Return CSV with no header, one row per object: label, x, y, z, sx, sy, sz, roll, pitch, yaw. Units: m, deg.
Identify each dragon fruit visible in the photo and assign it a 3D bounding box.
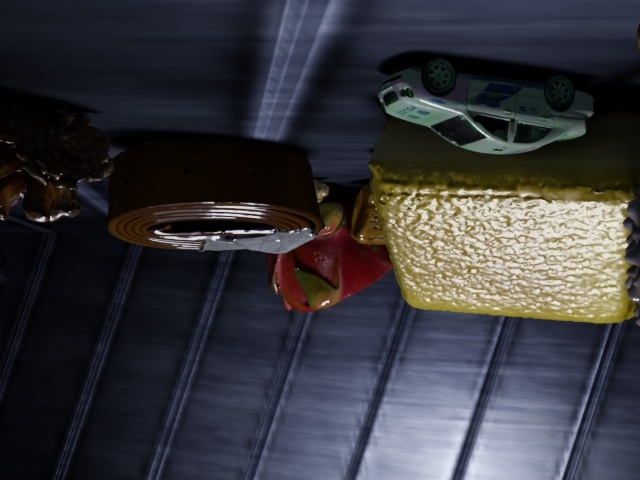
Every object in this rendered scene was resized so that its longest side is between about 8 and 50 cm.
dragon fruit,0.000,0.000,1.723,0.305,0.226,0.305,-28,-169,6

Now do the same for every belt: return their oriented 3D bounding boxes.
belt,-0.163,-0.062,1.263,0.338,0.122,0.217,0,159,-15

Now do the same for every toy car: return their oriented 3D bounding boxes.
toy car,0.169,-0.132,0.818,0.224,0.076,0.090,3,177,-19

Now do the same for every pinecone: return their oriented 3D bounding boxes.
pinecone,-0.376,-0.099,1.023,0.195,0.150,0.179,3,-177,34

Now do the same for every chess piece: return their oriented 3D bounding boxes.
chess piece,-0.057,-0.097,1.600,0.172,0.060,0.060,-4,173,35

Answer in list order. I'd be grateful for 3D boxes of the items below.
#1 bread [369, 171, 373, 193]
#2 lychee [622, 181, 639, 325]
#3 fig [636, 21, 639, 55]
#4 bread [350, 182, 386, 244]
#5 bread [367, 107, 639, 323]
bread,0.226,-0.066,1.255,0.286,0.056,0.207,3,143,19
lychee,0.484,0.020,0.741,0.380,0.380,0.432,-2,159,45
fig,0.269,-0.135,0.569,0.084,0.098,0.082,13,-176,30
bread,0.182,-0.043,1.638,0.271,0.139,0.077,3,-158,-36
bread,0.250,-0.025,1.023,0.333,0.143,0.323,4,145,18
